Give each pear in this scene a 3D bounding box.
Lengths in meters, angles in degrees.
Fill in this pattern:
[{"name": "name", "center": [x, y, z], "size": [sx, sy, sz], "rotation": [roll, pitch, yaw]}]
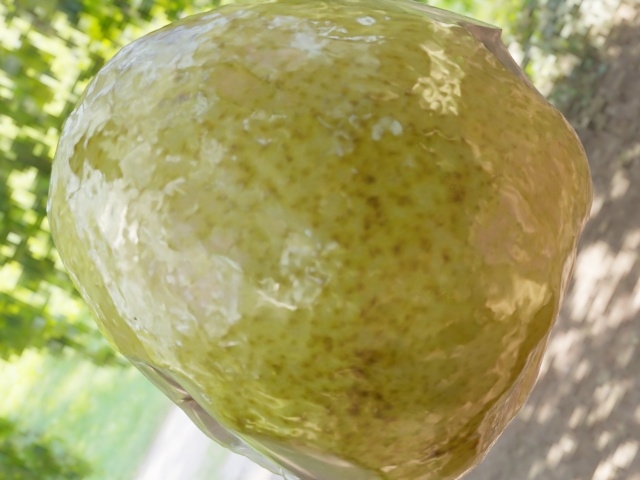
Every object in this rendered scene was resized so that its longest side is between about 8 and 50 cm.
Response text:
[{"name": "pear", "center": [0.000, 0.000, 0.774], "size": [0.271, 0.271, 0.271], "rotation": [-63, 7, 13]}]
